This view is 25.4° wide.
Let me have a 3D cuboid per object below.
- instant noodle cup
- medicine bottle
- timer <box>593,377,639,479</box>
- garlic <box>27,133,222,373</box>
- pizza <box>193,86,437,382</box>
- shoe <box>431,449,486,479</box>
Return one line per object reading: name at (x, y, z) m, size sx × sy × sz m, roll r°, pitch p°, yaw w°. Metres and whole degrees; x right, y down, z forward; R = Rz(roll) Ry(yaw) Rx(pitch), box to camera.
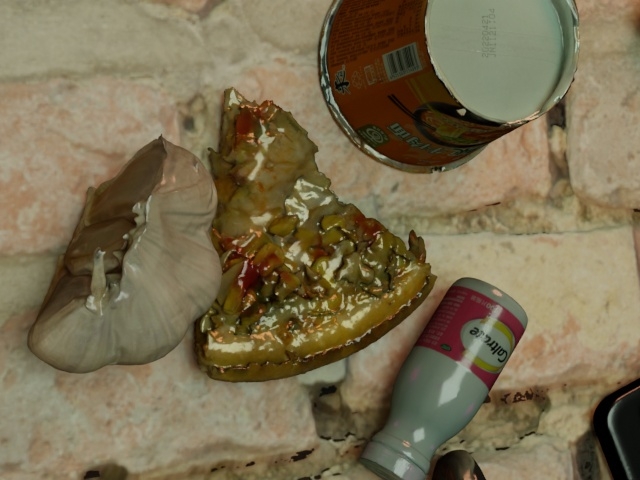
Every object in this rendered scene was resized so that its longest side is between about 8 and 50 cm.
instant noodle cup at (0.137, -0.190, 1.414) m, size 0.230 × 0.182 × 0.230 m, roll 2°, pitch 85°, yaw -23°
medicine bottle at (0.122, 0.147, 1.434) m, size 0.090 × 0.090 × 0.216 m, roll 38°, pitch 73°, yaw -17°
timer at (0.389, 0.239, 1.563) m, size 0.144 × 0.055 × 0.187 m, roll -24°, pitch 96°, yaw -22°
garlic at (-0.159, 0.030, 1.272) m, size 0.143 × 0.178 × 0.229 m, roll 40°, pitch 76°, yaw -19°
pizza at (0.000, 0.000, 1.403) m, size 0.251 × 0.074 × 0.287 m, roll 5°, pitch 87°, yaw -26°
shoe at (0.207, 0.341, 1.444) m, size 0.137 × 0.114 × 0.290 m, roll -25°, pitch 99°, yaw -18°
